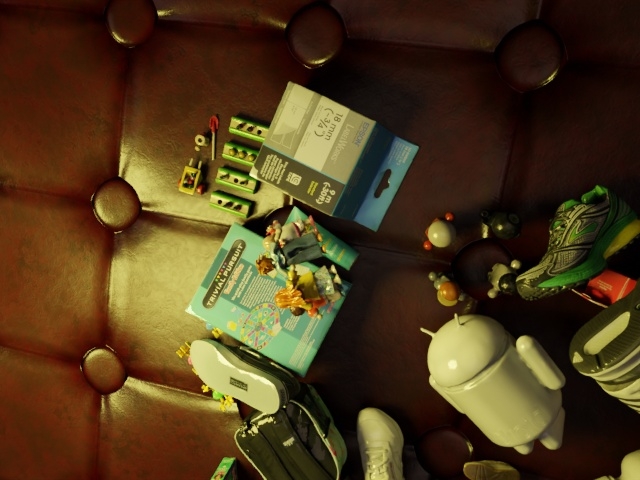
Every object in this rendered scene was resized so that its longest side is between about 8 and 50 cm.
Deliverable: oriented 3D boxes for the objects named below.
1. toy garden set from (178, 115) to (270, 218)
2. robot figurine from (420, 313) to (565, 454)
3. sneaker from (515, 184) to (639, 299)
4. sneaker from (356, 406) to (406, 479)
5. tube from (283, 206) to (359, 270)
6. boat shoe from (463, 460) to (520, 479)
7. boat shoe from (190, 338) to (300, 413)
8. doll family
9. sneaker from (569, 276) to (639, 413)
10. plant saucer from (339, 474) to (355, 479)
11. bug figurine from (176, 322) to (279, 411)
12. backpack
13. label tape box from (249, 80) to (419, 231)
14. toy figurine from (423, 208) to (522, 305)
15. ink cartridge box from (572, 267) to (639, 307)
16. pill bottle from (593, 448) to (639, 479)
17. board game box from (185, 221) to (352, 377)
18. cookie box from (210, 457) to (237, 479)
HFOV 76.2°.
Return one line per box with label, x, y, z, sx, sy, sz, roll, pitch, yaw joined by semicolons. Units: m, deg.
toy garden set;-0.255;-0.202;1.052;0.203;0.049;0.244;18;100;7
robot figurine;0.390;0.312;0.929;0.353;0.200;0.300;46;130;2
sneaker;0.530;0.007;0.874;0.343;0.134;0.146;-34;79;-21
sneaker;0.163;0.579;1.029;0.114;0.152;0.305;-14;93;13
tube;0.000;0.000;1.039;0.207;0.052;0.080;32;92;11
boat shoe;0.430;0.586;1.036;0.135;0.045;0.050;7;88;6
boat shoe;-0.188;0.314;1.004;0.306;0.105;0.113;10;100;31
doll family;-0.057;0.062;0.935;0.163;0.118;0.263;-23;82;-2
sneaker;0.730;0.159;0.756;0.257;0.169;0.447;39;111;-6
plant saucer;0.015;0.656;1.064;0.168;0.168;0.029;-29;71;12
bug figurine;-0.251;0.312;1.104;0.216;0.072;0.279;-41;84;6
backpack;-0.060;0.515;1.037;0.225;0.191;0.253;-37;83;14
label tape box;0.035;-0.193;0.976;0.333;0.106;0.241;27;101;6
toy figurine;0.348;0.035;0.929;0.213;0.148;0.210;-6;96;10
ink cartridge box;0.688;0.123;0.888;0.231;0.134;0.078;20;101;6
pill bottle;0.829;0.544;0.870;0.407;0.229;0.229;-28;92;12
board game box;-0.126;0.143;1.033;0.336;0.079;0.254;28;87;6
cookie box;-0.268;0.680;1.137;0.040;0.107;0.092;-3;97;9
